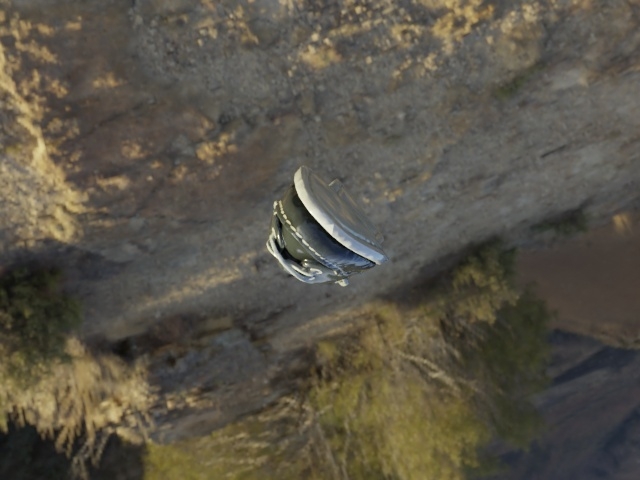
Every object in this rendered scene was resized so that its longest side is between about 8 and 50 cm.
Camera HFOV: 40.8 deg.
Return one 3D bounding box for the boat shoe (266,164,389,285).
[{"bbox_3d":[0.000,0.000,0.813,0.091,0.114,0.302,-40,173,6],"label":"boat shoe"}]
